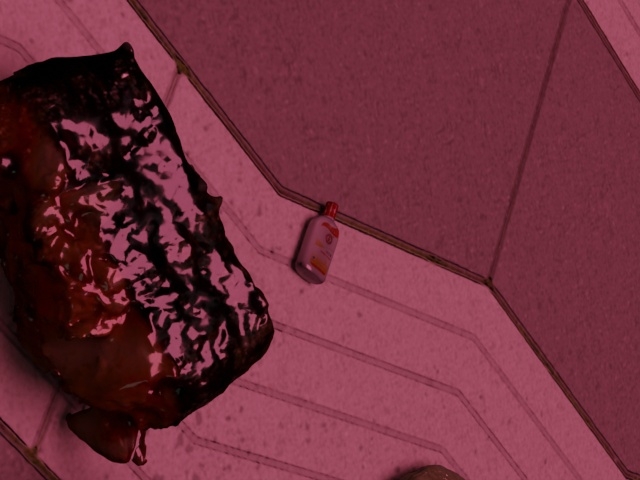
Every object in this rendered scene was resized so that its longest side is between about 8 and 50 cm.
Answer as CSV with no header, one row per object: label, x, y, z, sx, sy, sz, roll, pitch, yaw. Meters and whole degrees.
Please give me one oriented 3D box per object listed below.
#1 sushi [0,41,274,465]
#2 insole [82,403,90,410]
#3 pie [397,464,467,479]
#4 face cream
sushi,-0.180,0.016,1.564,0.182,0.196,0.343,-30,103,-26
insole,-0.157,0.108,1.695,0.065,0.004,0.197,54,50,-29
pie,0.126,0.343,1.949,0.240,0.054,0.240,6,82,-45
face cream,0.000,0.000,1.869,0.040,0.021,0.083,40,58,-39
